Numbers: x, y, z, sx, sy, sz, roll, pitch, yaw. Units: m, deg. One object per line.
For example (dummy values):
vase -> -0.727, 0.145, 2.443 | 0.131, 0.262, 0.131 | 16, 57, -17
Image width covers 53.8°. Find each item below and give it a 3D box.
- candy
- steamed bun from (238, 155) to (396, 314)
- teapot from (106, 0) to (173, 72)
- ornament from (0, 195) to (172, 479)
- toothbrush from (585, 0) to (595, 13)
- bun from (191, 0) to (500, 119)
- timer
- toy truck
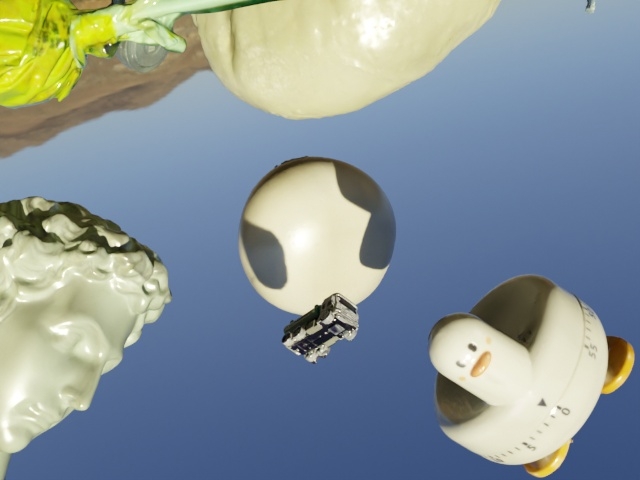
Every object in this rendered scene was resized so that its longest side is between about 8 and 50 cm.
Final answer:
candy -> -0.088, -0.129, 0.358 | 0.261, 0.077, 0.073 | -9, 165, 2
steamed bun -> 0.000, 0.000, 1.225 | 0.324, 0.325, 0.206 | -20, -151, -15
teapot -> -0.187, -0.219, 0.633 | 0.057, 0.088, 0.066 | 31, -141, 17
ornament -> -0.200, 0.106, 0.353 | 0.285, 0.130, 0.120 | -62, 176, -17
toothbrush -> 0.382, -0.348, 0.875 | 0.016, 0.019, 0.219 | 8, -171, 19
bun -> 0.009, -0.207, 0.472 | 0.259, 0.160, 0.259 | -26, -141, 23
timer -> 0.219, 0.144, 0.766 | 0.234, 0.240, 0.233 | -56, -171, 14
toy truck -> -0.001, 0.081, 0.599 | 0.083, 0.039, 0.044 | -37, -152, 34
